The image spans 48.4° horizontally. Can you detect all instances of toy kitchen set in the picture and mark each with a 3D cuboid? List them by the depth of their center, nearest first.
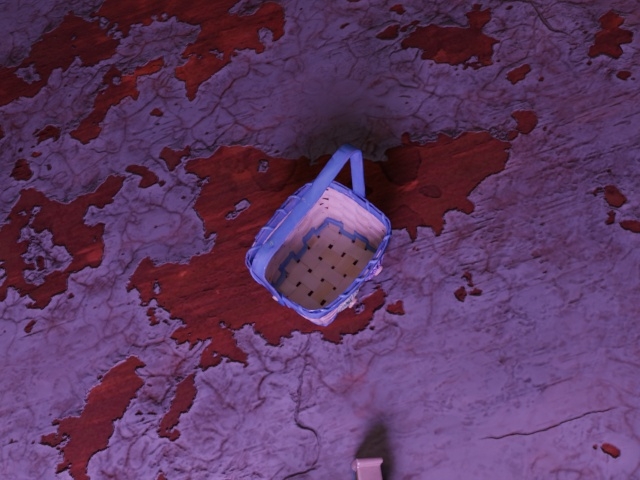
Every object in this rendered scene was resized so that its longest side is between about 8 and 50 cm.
[{"bbox_3d":[-0.002,0.430,1.091,0.207,0.122,0.166,-2,61,-11],"label":"toy kitchen set"}]

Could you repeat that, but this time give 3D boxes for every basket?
[{"bbox_3d":[0.000,0.000,1.189,0.201,0.289,0.255,32,75,25],"label":"basket"}]
